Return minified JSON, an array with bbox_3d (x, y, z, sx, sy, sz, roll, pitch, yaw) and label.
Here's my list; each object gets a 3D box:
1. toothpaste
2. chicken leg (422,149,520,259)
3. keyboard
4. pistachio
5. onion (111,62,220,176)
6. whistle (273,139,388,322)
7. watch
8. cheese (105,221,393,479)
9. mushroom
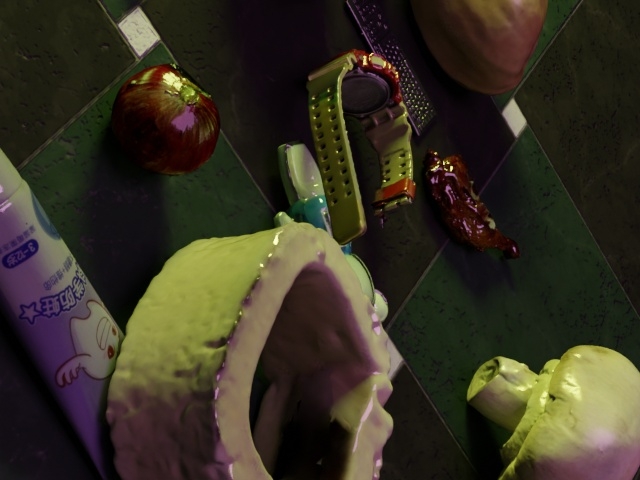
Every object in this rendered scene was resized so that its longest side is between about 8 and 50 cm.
[{"bbox_3d":[-0.251,0.071,1.385,0.371,0.080,0.125,64,37,-24],"label":"toothpaste"},{"bbox_3d":[0.199,-0.038,1.931,0.219,0.048,0.089,52,48,-23],"label":"chicken leg"},{"bbox_3d":[0.094,-0.235,1.906,0.067,0.011,0.202,-46,112,-46],"label":"keyboard"},{"bbox_3d":[0.208,-0.339,1.961,0.162,0.181,0.293,-90,160,-80],"label":"pistachio"},{"bbox_3d":[-0.163,-0.119,1.512,0.117,0.118,0.118,30,49,1],"label":"onion"},{"bbox_3d":[0.000,0.000,1.679,0.114,0.077,0.235,-16,83,-36],"label":"whistle"},{"bbox_3d":[0.052,-0.097,1.707,0.165,0.102,0.268,28,46,-50],"label":"watch"},{"bbox_3d":[-0.060,0.155,1.475,0.292,0.153,0.332,49,47,-39],"label":"cheese"},{"bbox_3d":[0.291,0.238,1.848,0.254,0.234,0.260,-60,169,-6],"label":"mushroom"}]
